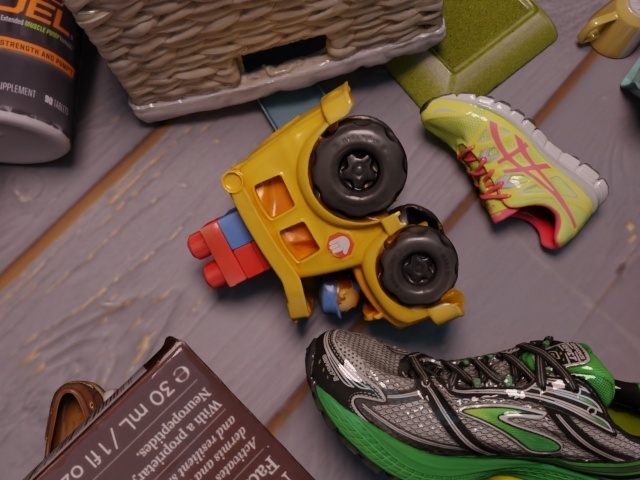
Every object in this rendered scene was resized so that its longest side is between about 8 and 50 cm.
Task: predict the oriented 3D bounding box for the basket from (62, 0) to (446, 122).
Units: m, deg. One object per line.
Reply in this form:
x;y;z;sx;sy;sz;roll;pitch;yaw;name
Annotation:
-0.075;-0.333;0.631;0.328;0.266;0.331;-14;75;1;basket

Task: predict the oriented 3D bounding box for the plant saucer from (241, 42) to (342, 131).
-0.017;-0.124;0.732;0.067;0.018;0.192;-29;80;-11;plant saucer

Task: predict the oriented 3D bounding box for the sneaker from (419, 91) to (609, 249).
0.182;-0.067;0.703;0.208;0.081;0.094;33;80;-1;sneaker

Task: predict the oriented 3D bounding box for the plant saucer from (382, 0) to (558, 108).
0.141;-0.249;0.766;0.188;0.045;0.188;-39;82;-13;plant saucer

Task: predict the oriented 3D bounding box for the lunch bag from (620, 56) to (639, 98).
0.471;-0.201;0.682;0.223;0.160;0.262;34;110;2;lunch bag

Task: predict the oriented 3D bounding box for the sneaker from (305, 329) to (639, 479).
0.153;0.130;0.603;0.343;0.134;0.146;15;116;-7;sneaker

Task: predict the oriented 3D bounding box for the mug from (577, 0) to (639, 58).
0.330;-0.236;0.772;0.062;0.064;0.078;39;76;4;mug

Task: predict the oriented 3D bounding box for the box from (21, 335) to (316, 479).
-0.049;0.274;0.533;0.191;0.143;0.381;-45;96;-16;box

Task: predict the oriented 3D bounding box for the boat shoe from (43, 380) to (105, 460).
-0.210;0.209;0.604;0.064;0.060;0.178;-5;76;-7;boat shoe

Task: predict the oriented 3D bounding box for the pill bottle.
-0.291;-0.207;0.667;0.130;0.130;0.246;1;76;-5;pill bottle

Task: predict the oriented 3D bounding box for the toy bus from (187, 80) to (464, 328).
0.000;0.000;0.640;0.211;0.149;0.220;-29;99;7;toy bus

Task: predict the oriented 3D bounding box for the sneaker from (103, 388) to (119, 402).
-0.135;0.181;0.626;0.070;0.051;0.134;-28;83;-13;sneaker
